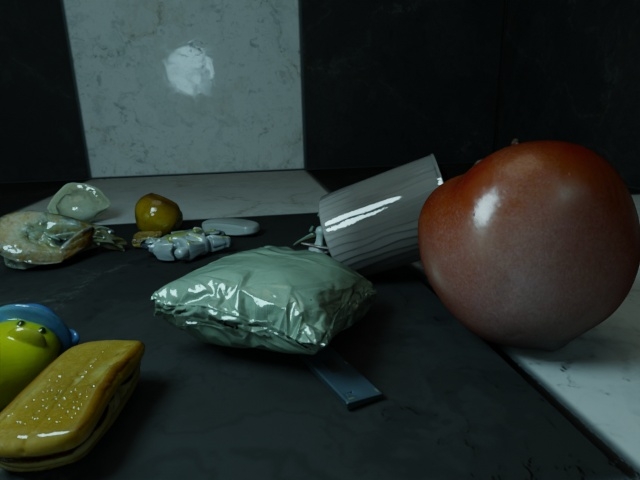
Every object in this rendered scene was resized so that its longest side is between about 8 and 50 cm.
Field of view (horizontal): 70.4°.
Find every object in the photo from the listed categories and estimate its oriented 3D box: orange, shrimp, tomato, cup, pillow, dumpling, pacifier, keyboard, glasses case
[{"bbox_3d":[-0.518,-0.079,1.446,0.157,0.134,0.156,37,-2,2],"label":"orange"},{"bbox_3d":[-0.667,0.003,1.173,0.317,0.077,0.168,9,48,-29],"label":"shrimp"},{"bbox_3d":[0.315,0.015,0.708,0.322,0.321,0.321,-1,16,0],"label":"tomato"},{"bbox_3d":[0.162,-0.048,1.006,0.273,0.208,0.288,-19,3,14],"label":"cup"},{"bbox_3d":[-0.063,0.095,0.748,0.284,0.138,0.310,9,13,24],"label":"pillow"},{"bbox_3d":[-0.856,-0.132,1.602,0.181,0.155,0.111,-28,5,-40],"label":"dumpling"},{"bbox_3d":[0.000,0.000,1.194,0.099,0.078,0.082,9,4,37],"label":"pacifier"},{"bbox_3d":[0.017,0.184,0.652,0.055,0.014,0.176,-9,17,-26],"label":"keyboard"},{"bbox_3d":[-0.282,-0.043,1.419,0.194,0.049,0.074,6,17,22],"label":"glasses case"}]

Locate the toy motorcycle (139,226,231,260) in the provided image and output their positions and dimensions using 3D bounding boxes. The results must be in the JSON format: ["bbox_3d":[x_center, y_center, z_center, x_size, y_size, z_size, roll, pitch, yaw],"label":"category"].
[{"bbox_3d":[-0.353,0.010,1.197,0.229,0.074,0.151,-6,19,-22],"label":"toy motorcycle"}]

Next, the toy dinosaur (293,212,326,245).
[{"bbox_3d":[0.017,-0.016,1.244,0.106,0.187,0.044,29,34,-20],"label":"toy dinosaur"}]

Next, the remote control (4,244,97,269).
[{"bbox_3d":[-0.715,0.022,1.224,0.090,0.049,0.230,9,20,26],"label":"remote control"}]

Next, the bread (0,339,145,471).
[{"bbox_3d":[-0.291,0.191,0.541,0.116,0.077,0.200,0,17,0],"label":"bread"}]

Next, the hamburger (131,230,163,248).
[{"bbox_3d":[-0.496,-0.002,1.304,0.083,0.044,0.076,2,14,5],"label":"hamburger"}]

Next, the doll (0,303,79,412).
[{"bbox_3d":[-0.459,0.174,0.557,0.199,0.145,0.363,46,21,12],"label":"doll"}]
